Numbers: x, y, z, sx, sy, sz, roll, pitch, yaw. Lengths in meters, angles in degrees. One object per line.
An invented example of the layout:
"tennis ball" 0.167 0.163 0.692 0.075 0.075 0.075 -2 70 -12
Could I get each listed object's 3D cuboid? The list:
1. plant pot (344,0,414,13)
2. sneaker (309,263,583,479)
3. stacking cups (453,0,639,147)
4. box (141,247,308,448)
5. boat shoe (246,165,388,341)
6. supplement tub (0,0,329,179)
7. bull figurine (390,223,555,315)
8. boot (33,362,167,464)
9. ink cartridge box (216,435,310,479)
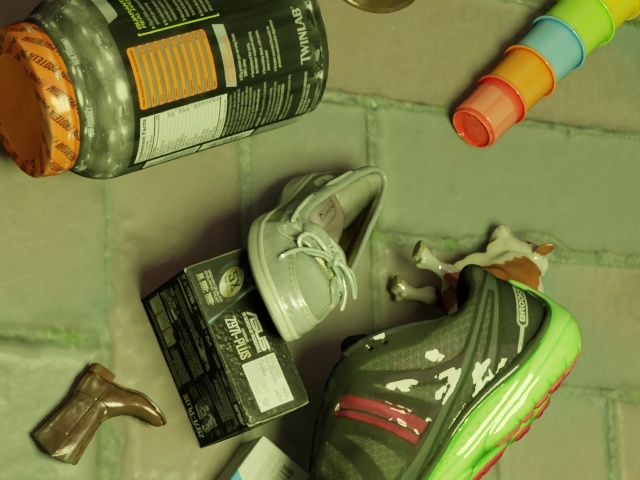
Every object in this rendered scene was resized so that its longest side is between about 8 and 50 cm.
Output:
"plant pot" 0.095 -0.383 2.085 0.167 0.165 0.167 8 71 -23
"sneaker" 0.066 0.209 1.824 0.202 0.185 0.483 41 63 16
"stacking cups" 0.284 -0.228 2.184 0.096 0.096 0.316 47 65 -6
"box" -0.104 0.117 1.839 0.078 0.147 0.180 -20 83 -29
"boat shoe" 0.001 0.002 1.865 0.118 0.103 0.320 64 21 -15
"supplement tub" -0.177 -0.189 1.865 0.338 0.207 0.207 -18 83 -30
"bull figurine" 0.172 0.105 2.008 0.188 0.101 0.310 18 67 -17
"boot" -0.233 0.200 1.812 0.106 0.037 0.114 34 58 2
"ink cartridge box" -0.035 0.311 1.862 0.181 0.061 0.104 42 62 -8
